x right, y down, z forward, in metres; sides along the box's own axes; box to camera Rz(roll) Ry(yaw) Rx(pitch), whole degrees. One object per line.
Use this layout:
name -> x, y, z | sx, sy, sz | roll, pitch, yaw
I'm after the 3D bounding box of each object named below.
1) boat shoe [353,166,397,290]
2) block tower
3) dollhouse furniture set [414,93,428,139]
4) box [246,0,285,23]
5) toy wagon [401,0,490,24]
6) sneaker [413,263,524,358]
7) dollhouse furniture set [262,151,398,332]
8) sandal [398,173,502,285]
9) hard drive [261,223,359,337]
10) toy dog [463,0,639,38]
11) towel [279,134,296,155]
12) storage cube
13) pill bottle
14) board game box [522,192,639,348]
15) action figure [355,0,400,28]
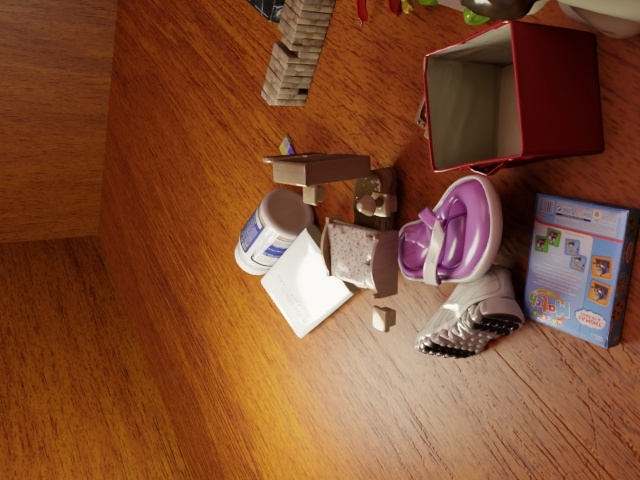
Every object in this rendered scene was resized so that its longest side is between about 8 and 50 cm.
boat shoe -> 0.123, -0.022, 1.360 | 0.104, 0.089, 0.285 | 28, 122, 36
block tower -> -0.057, -0.499, 1.547 | 0.091, 0.097, 0.335 | 55, 139, 38
dollhouse furniture set -> 0.212, -0.253, 1.131 | 0.151, 0.123, 0.144 | 50, 134, 41
box -> -0.124, -0.684, 1.633 | 0.180, 0.077, 0.147 | 53, 136, 39
toy wagon -> 0.264, -0.517, 1.063 | 0.344, 0.068, 0.267 | -28, 71, 56
sneaker -> 0.271, 0.142, 1.143 | 0.292, 0.110, 0.118 | 131, 148, -55
dollhouse furniture set -> 0.000, 0.000, 1.299 | 0.303, 0.173, 0.356 | 16, 112, 52
sandal -> 0.203, 0.009, 1.108 | 0.416, 0.102, 0.169 | 124, 135, -71
hard drive -> -0.036, 0.116, 1.607 | 0.203, 0.040, 0.307 | 54, 140, 9
toy dog -> 0.310, -0.352, 0.697 | 0.395, 0.408, 0.284 | 61, 142, 32
towel -> -0.092, -0.248, 1.717 | 0.060, 0.009, 0.083 | -51, 53, 47
storage cube -> 0.295, -0.210, 0.945 | 0.183, 0.193, 0.215 | -4, 92, 58
pill bottle -> -0.137, -0.015, 1.691 | 0.265, 0.153, 0.153 | -47, 56, 50
board game box -> 0.403, 0.042, 0.959 | 0.160, 0.039, 0.211 | 22, 113, 54
action figure -> 0.115, -0.483, 1.245 | 0.280, 0.091, 0.139 | -88, -16, -51
